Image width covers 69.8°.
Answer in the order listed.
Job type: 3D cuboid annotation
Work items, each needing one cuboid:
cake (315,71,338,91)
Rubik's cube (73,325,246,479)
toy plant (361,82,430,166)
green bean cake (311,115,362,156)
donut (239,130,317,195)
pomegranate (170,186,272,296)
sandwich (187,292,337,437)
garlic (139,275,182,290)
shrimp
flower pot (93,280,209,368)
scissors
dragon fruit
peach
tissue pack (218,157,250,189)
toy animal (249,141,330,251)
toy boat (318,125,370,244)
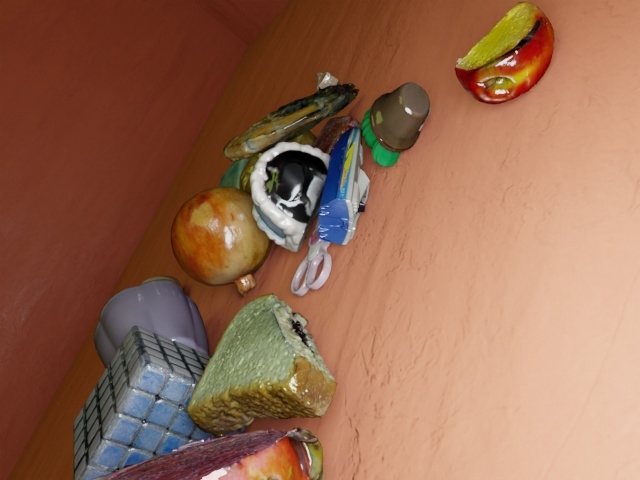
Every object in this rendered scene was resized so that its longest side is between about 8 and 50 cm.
[{"bbox_3d":[0.018,-0.510,1.454,0.065,0.052,0.121,-49,27,28],"label":"cake"},{"bbox_3d":[-0.304,0.334,0.879,0.237,0.237,0.238,-60,28,-7],"label":"Rubik's cube"},{"bbox_3d":[0.137,-0.218,0.899,0.200,0.105,0.143,135,137,-65],"label":"toy plant"},{"bbox_3d":[0.034,-0.237,1.127,0.135,0.056,0.135,-60,27,-4],"label":"green bean cake"},{"bbox_3d":[-0.109,-0.201,1.248,0.261,0.128,0.208,-55,28,5],"label":"donut"},{"bbox_3d":[-0.235,0.009,1.140,0.252,0.229,0.270,-37,76,32],"label":"pomegranate"},{"bbox_3d":[-0.075,0.180,0.752,0.288,0.099,0.254,-28,22,41],"label":"sandwich"},{"bbox_3d":[-0.554,0.214,1.521,0.228,0.152,0.228,-36,31,25],"label":"garlic"},{"bbox_3d":[-0.030,-0.296,1.052,0.272,0.085,0.445,-10,23,48],"label":"shrimp"},{"bbox_3d":[-0.396,0.265,1.106,0.265,0.265,0.243,-57,34,1],"label":"flower pot"},{"bbox_3d":[0.000,0.000,0.956,0.118,0.030,0.242,-29,37,50],"label":"scissors"},{"bbox_3d":[-0.139,0.397,0.558,0.314,0.296,0.263,-26,74,41],"label":"dragon fruit"},{"bbox_3d":[0.293,-0.282,0.709,0.127,0.092,0.172,1,50,54],"label":"peach"},{"bbox_3d":[-0.279,-0.179,1.550,0.177,0.089,0.263,-42,30,31],"label":"tissue pack"},{"bbox_3d":[-0.072,-0.098,0.994,0.204,0.156,0.208,113,-179,-70],"label":"toy animal"},{"bbox_3d":[0.059,-0.137,0.932,0.129,0.088,0.295,92,-172,-49],"label":"toy boat"}]
